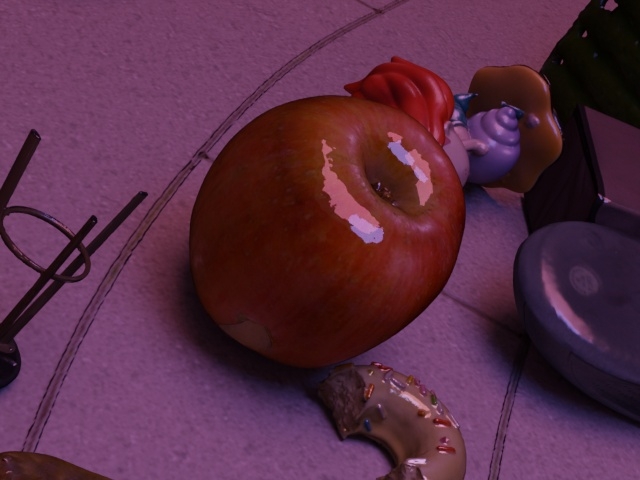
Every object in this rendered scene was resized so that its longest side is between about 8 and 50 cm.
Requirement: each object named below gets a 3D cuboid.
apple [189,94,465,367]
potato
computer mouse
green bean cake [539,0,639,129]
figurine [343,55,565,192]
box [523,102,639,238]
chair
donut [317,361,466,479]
[{"bbox_3d":[0.000,0.000,1.097,0.242,0.241,0.242,19,51,-25],"label":"apple"},{"bbox_3d":[-0.189,0.200,0.869,0.138,0.070,0.091,27,32,-5],"label":"potato"},{"bbox_3d":[0.352,0.105,1.276,0.371,0.122,0.188,20,52,-12],"label":"computer mouse"},{"bbox_3d":[0.498,-0.240,1.616,0.319,0.335,0.218,-8,60,-42],"label":"green bean cake"},{"bbox_3d":[0.121,-0.107,1.356,0.257,0.181,0.208,-18,97,-42],"label":"figurine"},{"bbox_3d":[0.379,-0.012,1.409,0.252,0.153,0.188,18,40,-14],"label":"box"},{"bbox_3d":[-0.233,0.032,0.949,0.095,0.221,0.104,19,29,-53],"label":"chair"},{"bbox_3d":[0.077,0.174,1.071,0.108,0.065,0.166,-3,47,-35],"label":"donut"}]
